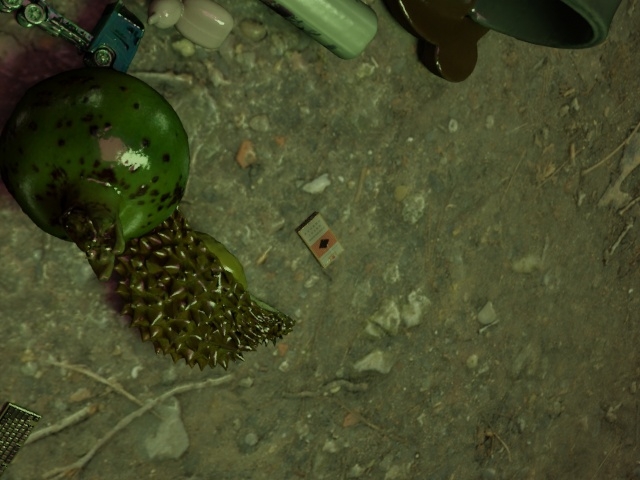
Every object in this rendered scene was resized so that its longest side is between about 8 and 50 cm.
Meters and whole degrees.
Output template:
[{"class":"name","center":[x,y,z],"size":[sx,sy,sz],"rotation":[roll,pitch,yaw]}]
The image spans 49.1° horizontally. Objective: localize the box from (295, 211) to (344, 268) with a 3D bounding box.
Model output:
[{"class":"box","center":[0.000,0.000,1.094],"size":[0.046,0.012,0.083],"rotation":[-44,123,-13]}]

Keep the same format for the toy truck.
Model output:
[{"class":"toy truck","center":[-0.289,-0.262,0.801],"size":[0.175,0.067,0.081],"rotation":[31,83,-32]}]

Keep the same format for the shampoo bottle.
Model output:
[{"class":"shampoo bottle","center":[-0.090,-0.350,0.849],"size":[0.359,0.134,0.078],"rotation":[26,111,-34]}]

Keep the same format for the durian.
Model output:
[{"class":"durian","center":[-0.159,0.076,0.960],"size":[0.172,0.166,0.306],"rotation":[-37,121,20]}]

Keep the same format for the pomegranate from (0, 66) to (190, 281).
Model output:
[{"class":"pomegranate","center":[-0.250,-0.076,0.781],"size":[0.211,0.263,0.211],"rotation":[-4,131,-5]}]

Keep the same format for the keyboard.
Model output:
[{"class":"keyboard","center":[-0.425,0.277,0.924],"size":[0.049,0.015,0.129],"rotation":[36,86,-35]}]

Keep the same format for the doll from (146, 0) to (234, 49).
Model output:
[{"class":"doll","center":[-0.191,-0.302,0.814],"size":[0.160,0.161,0.059],"rotation":[3,145,-42]}]

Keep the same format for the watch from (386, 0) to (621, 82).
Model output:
[{"class":"watch","center":[0.233,-0.384,0.918],"size":[0.335,0.327,0.314],"rotation":[19,95,-34]}]
